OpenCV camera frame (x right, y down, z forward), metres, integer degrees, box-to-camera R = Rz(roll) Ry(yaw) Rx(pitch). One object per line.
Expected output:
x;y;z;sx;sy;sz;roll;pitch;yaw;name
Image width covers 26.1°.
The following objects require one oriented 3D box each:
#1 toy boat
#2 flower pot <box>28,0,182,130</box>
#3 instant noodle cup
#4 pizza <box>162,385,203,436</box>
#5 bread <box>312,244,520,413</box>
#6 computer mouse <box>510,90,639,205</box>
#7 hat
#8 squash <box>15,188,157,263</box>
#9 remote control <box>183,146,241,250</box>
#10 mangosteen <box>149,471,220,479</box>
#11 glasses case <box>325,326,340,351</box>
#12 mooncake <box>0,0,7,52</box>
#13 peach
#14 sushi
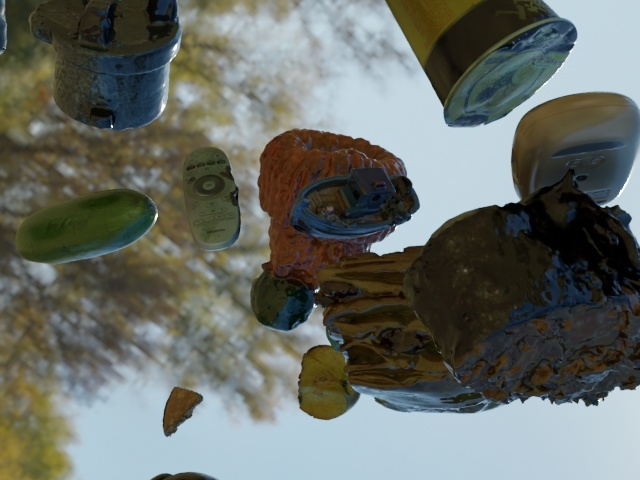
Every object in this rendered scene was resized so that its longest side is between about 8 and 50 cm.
0.053;-0.058;2.006;0.223;0.100;0.097;-8;149;-37;toy boat
-0.429;-0.395;2.751;0.299;0.299;0.283;-70;175;-50;flower pot
0.196;-0.301;1.857;0.215;0.236;0.215;-28;158;-12;instant noodle cup
-0.197;0.248;2.021;0.078;0.025;0.083;-18;-137;32;pizza
0.169;0.158;2.000;0.314;0.370;0.191;-6;-118;13;bread
0.290;-0.104;1.578;0.236;0.145;0.082;73;8;-69;computer mouse
0.000;0.000;2.623;0.285;0.285;0.400;-131;-129;-74;hat
-0.323;-0.015;1.832;0.292;0.082;0.082;-12;-140;45;squash
-0.190;-0.073;2.422;0.097;0.045;0.256;-9;-132;-1;remote control
-0.239;0.485;2.395;0.230;0.194;0.194;19;-111;53;mangosteen
0.159;0.156;2.441;0.117;0.301;0.070;-58;-144;24;glasses case
-0.566;-0.309;1.786;0.324;0.324;0.187;-170;-100;-72;mooncake
0.020;0.280;2.681;0.151;0.151;0.118;-49;157;8;peach
0.261;0.060;1.527;0.234;0.348;0.207;-52;-127;32;sushi
